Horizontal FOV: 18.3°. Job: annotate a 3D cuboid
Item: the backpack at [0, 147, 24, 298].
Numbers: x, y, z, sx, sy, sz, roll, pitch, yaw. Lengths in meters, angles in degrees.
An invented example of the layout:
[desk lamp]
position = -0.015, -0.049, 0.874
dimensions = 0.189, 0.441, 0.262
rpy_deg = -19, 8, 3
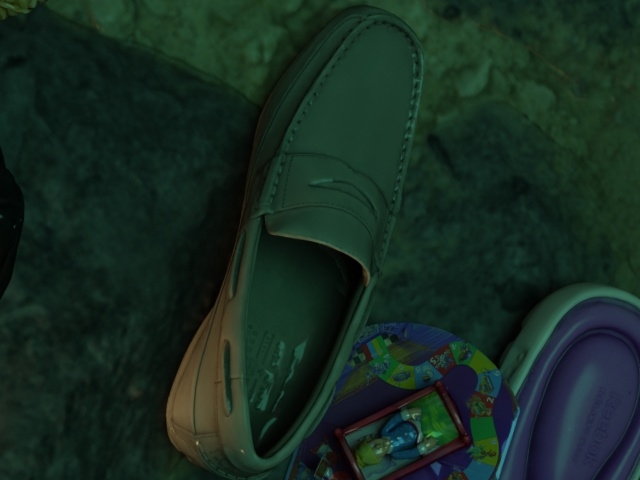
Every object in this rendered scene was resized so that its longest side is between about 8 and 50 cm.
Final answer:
[backpack]
position = -0.373, 0.007, 0.992
dimensions = 0.355, 0.273, 0.290
rpy_deg = 6, 124, -34

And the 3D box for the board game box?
[board game box]
position = 0.051, 0.133, 1.278
dimensions = 0.133, 0.033, 0.168
rpy_deg = 18, 80, 10

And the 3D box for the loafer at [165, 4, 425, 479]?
[loafer]
position = 0.000, 0.000, 1.250
dimensions = 0.112, 0.111, 0.319
rpy_deg = 22, 79, -24

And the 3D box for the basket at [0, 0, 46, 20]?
[basket]
position = -0.270, -0.240, 1.065
dimensions = 0.213, 0.223, 0.299
rpy_deg = -26, 101, -24

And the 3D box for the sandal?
[sandal]
position = 0.141, 0.227, 1.318
dimensions = 0.169, 0.102, 0.416
rpy_deg = 17, 83, -23
